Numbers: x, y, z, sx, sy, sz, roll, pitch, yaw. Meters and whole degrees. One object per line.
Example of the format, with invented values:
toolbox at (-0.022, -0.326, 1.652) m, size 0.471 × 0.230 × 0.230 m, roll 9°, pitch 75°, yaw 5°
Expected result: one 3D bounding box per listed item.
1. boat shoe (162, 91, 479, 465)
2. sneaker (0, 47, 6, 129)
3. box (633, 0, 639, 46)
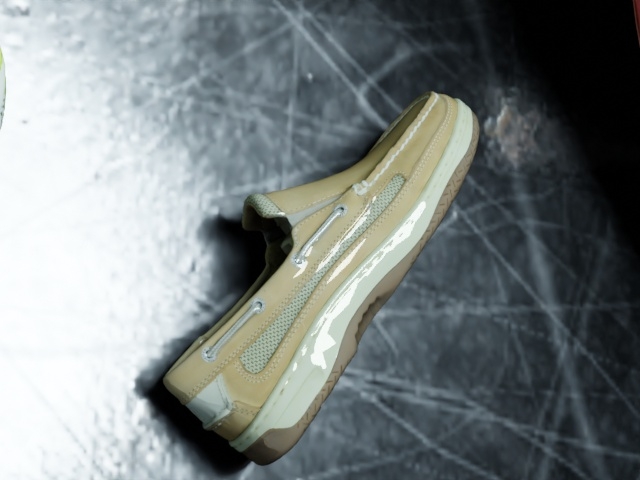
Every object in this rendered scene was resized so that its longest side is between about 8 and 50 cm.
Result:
boat shoe at (0.000, 0.000, 0.776) m, size 0.072 × 0.068 × 0.190 m, roll 36°, pitch 62°, yaw -6°
sneaker at (-0.187, -0.140, 0.677) m, size 0.126 × 0.091 × 0.240 m, roll -3°, pitch 81°, yaw -31°
box at (0.246, -0.087, 0.818) m, size 0.142 × 0.154 × 0.300 m, roll -38°, pitch 128°, yaw -32°
